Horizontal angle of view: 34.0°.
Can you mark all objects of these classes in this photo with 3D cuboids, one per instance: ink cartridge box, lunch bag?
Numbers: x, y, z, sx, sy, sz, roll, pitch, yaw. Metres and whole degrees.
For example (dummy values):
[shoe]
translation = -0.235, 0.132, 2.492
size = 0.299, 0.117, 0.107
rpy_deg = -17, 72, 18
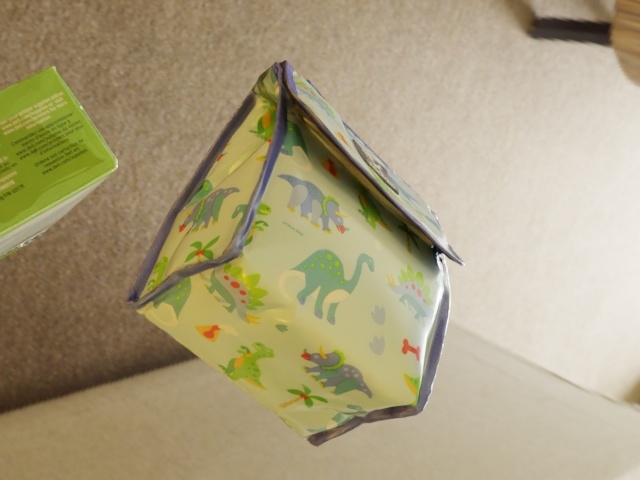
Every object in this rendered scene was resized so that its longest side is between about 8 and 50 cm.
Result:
[ink cartridge box]
translation = -0.305, -0.020, 0.859
size = 0.189, 0.255, 0.097
rpy_deg = -35, 96, -34
[lunch bag]
translation = 0.000, 0.000, 0.511
size = 0.129, 0.096, 0.151
rpy_deg = 44, 42, -24
